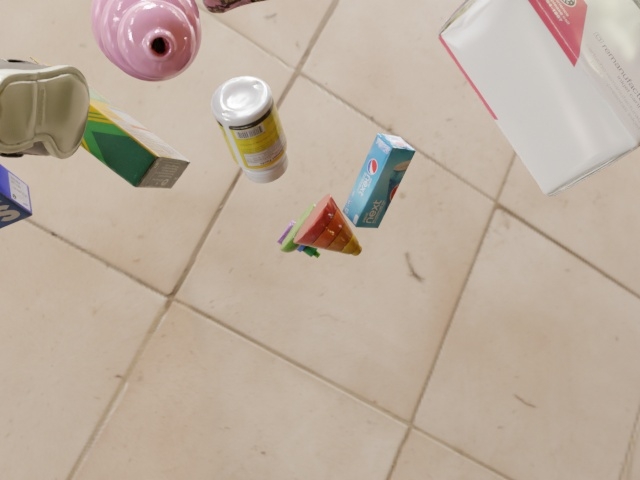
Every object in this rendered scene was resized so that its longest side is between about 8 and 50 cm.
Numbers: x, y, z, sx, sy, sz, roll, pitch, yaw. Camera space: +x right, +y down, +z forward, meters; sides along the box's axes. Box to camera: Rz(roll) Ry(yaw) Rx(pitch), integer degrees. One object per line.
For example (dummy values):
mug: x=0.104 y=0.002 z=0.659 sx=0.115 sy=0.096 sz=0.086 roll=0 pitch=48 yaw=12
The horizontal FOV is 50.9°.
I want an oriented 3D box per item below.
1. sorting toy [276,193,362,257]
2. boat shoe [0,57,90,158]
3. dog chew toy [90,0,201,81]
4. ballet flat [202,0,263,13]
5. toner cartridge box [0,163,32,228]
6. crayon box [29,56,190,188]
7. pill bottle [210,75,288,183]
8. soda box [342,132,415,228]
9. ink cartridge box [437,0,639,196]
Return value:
sorting toy: x=0.000 y=0.000 z=1.458 sx=0.126 sy=0.365 sz=0.127 roll=35 pitch=78 yaw=-8
boat shoe: x=-0.386 y=-0.165 z=0.841 sx=0.113 sy=0.340 sz=0.127 roll=11 pitch=104 yaw=-3
dog chew toy: x=-0.309 y=-0.382 z=1.222 sx=0.207 sy=0.332 sz=0.206 roll=-9 pitch=119 yaw=-16
ballet flat: x=-0.138 y=-0.529 z=1.376 sx=0.221 sy=0.079 sz=0.077 roll=-23 pitch=88 yaw=-11
toner cartridge box: x=-0.735 y=-0.044 z=1.234 sx=0.348 sy=0.165 sz=0.075 roll=-22 pitch=63 yaw=3
crayon box: x=-0.445 y=-0.232 z=1.385 sx=0.323 sy=0.203 sz=0.083 roll=38 pitch=97 yaw=3
pill bottle: x=-0.133 y=-0.213 z=1.336 sx=0.119 sy=0.208 sz=0.119 roll=-5 pitch=58 yaw=8
soda box: x=0.130 y=-0.131 z=1.514 sx=0.071 sy=0.210 sz=0.067 roll=3 pitch=35 yaw=-35
ink cartridge box: x=0.291 y=-0.205 z=0.713 sx=0.283 sy=0.117 sz=0.207 roll=-33 pitch=88 yaw=-36
